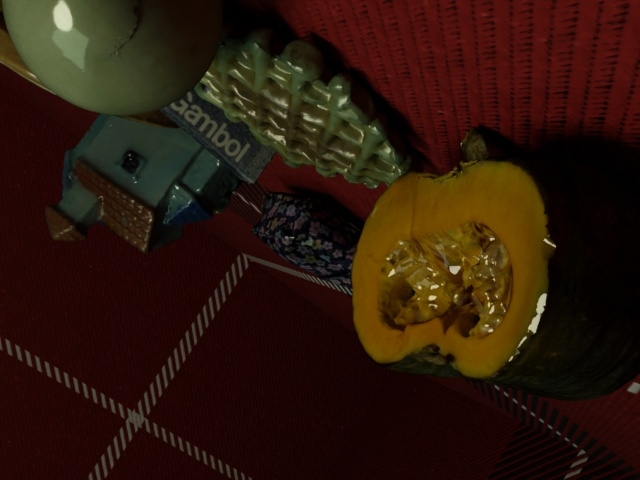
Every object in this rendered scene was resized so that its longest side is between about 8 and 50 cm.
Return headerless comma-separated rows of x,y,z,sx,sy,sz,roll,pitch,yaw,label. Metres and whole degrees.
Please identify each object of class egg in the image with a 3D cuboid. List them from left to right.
-0.182,-0.206,0.665,0.187,0.186,0.253,34,-174,-3,egg

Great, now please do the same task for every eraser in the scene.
-0.147,-0.177,1.016,0.212,0.091,0.046,41,170,-32,eraser

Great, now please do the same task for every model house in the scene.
-0.356,-0.089,1.454,0.295,0.329,0.251,33,168,14,model house

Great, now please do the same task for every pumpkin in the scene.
0.185,0.021,0.678,0.232,0.241,0.325,6,177,-23,pumpkin

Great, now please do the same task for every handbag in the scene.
0.000,0.000,1.316,0.208,0.126,0.229,31,172,-24,handbag

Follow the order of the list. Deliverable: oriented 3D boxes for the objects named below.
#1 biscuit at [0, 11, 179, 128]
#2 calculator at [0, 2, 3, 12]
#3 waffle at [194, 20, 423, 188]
-0.344,-0.245,1.056,0.287,0.057,0.344,35,-166,22,biscuit
-0.616,-0.459,1.343,0.237,0.033,0.157,28,169,18,calculator
-0.033,-0.153,0.855,0.292,0.056,0.309,40,168,-37,waffle
